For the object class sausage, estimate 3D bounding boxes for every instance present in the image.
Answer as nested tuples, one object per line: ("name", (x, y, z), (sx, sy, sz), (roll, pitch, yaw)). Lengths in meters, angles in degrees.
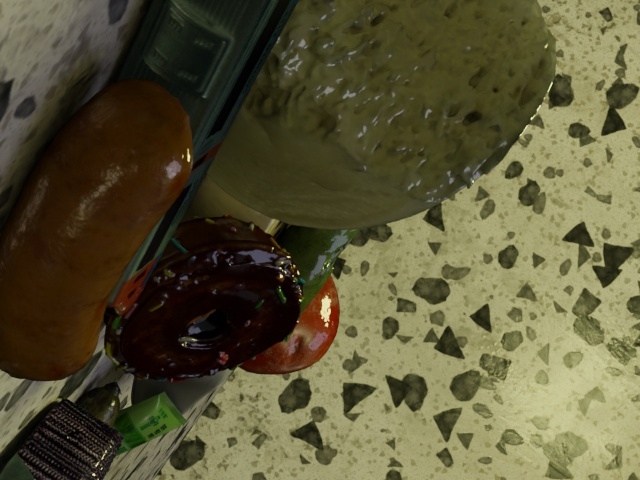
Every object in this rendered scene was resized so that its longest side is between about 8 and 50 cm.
("sausage", (-0.176, -0.007, 0.965), (0.270, 0.109, 0.109), (-55, 176, 35))

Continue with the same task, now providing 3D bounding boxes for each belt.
("belt", (-0.356, 0.346, 1.603), (0.324, 0.122, 0.260), (-57, 179, 19))

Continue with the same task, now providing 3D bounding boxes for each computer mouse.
("computer mouse", (-0.193, 0.149, 1.830), (0.297, 0.121, 0.184), (-34, -154, 56))

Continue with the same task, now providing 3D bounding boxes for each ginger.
("ginger", (-0.004, 0.003, 1.634), (0.137, 0.089, 0.290), (-6, 130, -59))

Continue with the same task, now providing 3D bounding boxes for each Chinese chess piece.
("Chinese chess piece", (-0.074, -0.062, 1.592), (0.257, 0.104, 0.257), (-53, 175, -7))

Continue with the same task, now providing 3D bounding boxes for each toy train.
("toy train", (-0.128, -0.081, 1.016), (0.409, 0.086, 0.089), (-57, 174, 36))

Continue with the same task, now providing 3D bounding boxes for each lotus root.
("lotus root", (-0.297, 0.228, 1.727), (0.099, 0.054, 0.049), (-53, 165, -17))

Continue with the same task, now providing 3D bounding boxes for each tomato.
("tomato", (-0.087, 0.098, 2.005), (0.189, 0.232, 0.232), (-14, 151, -34))

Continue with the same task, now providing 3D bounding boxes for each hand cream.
("hand cream", (-0.276, 0.265, 1.792), (0.175, 0.046, 0.095), (-23, 142, 1))

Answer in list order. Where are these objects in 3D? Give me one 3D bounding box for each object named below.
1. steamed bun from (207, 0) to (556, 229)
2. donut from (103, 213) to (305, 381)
("steamed bun", (0.050, -0.132, 1.143), (0.290, 0.272, 0.273), (-37, 161, -33))
("donut", (-0.135, 0.064, 1.446), (0.235, 0.089, 0.235), (-18, 143, -14))
